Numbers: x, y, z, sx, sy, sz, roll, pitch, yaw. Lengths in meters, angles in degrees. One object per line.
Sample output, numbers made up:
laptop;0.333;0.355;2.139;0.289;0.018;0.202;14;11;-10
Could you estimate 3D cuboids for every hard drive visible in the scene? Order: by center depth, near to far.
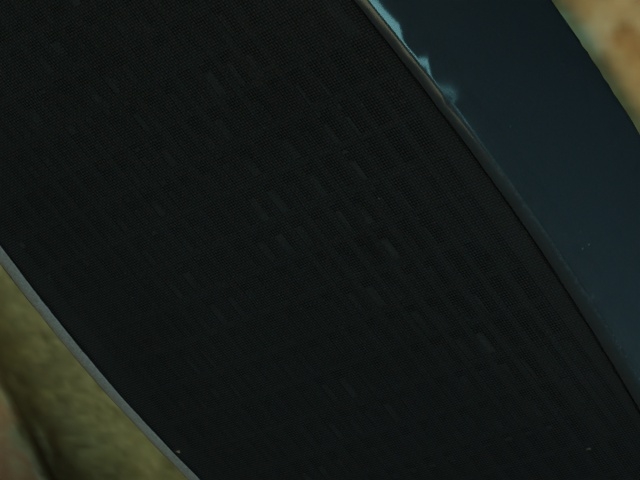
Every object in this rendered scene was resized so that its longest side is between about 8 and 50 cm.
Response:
hard drive;0.000;0.000;0.461;0.172;0.054;0.254;-21;118;34
